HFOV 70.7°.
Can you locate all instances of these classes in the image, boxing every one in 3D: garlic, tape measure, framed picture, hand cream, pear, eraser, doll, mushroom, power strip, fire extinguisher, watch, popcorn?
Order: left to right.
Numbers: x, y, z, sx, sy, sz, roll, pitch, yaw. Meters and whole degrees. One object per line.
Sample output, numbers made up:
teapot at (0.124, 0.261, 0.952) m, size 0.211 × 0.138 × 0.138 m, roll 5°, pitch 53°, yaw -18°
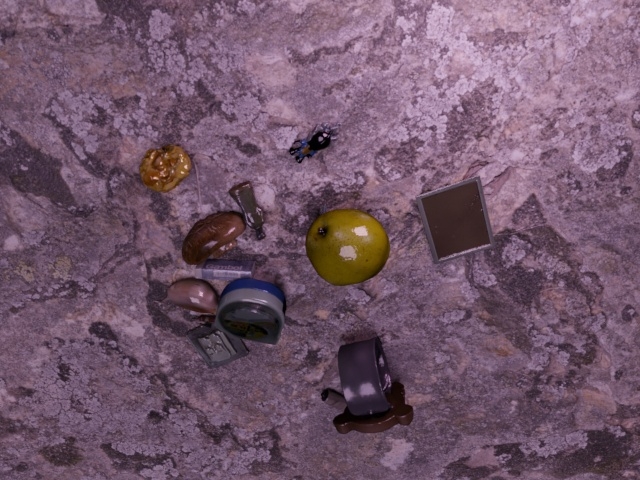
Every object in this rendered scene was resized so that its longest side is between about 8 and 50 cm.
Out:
popcorn at (-0.513, -0.238, 1.493) m, size 0.180 × 0.180 × 0.170 m, roll -8°, pitch 148°, yaw 5°
garlic at (-0.522, 0.214, 1.748) m, size 0.267 × 0.128 × 0.148 m, roll 15°, pitch 103°, yaw 5°
fire extinguisher at (-0.465, 0.325, 1.819) m, size 0.100 × 0.032 × 0.046 m, roll 2°, pitch 117°, yaw 10°
mushroom at (-0.397, 0.009, 1.609) m, size 0.286 × 0.151 × 0.156 m, roll -33°, pitch 109°, yaw 15°
power strip at (-0.425, 0.435, 1.854) m, size 0.198 × 0.064 × 0.213 m, roll -25°, pitch 112°, yaw 12°
eraser at (-0.354, 0.110, 1.687) m, size 0.213 × 0.092 × 0.046 m, roll 3°, pitch 113°, yaw 0°
tape measure at (-0.251, 0.266, 1.681) m, size 0.259 × 0.138 × 0.262 m, roll 13°, pitch 139°, yaw -11°
doll at (-0.012, -0.329, 1.493) m, size 0.195 × 0.070 × 0.096 m, roll -31°, pitch 126°, yaw 21°
hand cream at (0.079, 0.710, 1.985) m, size 0.186 × 0.054 × 0.087 m, roll 31°, pitch 116°, yaw -20°
pear at (0.090, 0.020, 1.539) m, size 0.294 × 0.294 × 0.294 m, roll 0°, pitch 115°, yaw 1°
watch at (0.187, 0.551, 1.796) m, size 0.314 × 0.335 × 0.326 m, roll -14°, pitch 95°, yaw 13°
framed picture at (0.489, -0.069, 1.632) m, size 0.232 × 0.019 × 0.296 m, roll -17°, pitch 114°, yaw 9°

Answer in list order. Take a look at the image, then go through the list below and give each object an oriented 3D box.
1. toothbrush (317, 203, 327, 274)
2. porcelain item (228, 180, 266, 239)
toothbrush at (0.005, 0.002, 1.668) m, size 0.028 × 0.026 × 0.294 m, roll 10°, pitch 116°, yaw 17°
porcelain item at (-0.242, -0.100, 1.601) m, size 0.081 × 0.069 × 0.215 m, roll -33°, pitch 116°, yaw -21°
